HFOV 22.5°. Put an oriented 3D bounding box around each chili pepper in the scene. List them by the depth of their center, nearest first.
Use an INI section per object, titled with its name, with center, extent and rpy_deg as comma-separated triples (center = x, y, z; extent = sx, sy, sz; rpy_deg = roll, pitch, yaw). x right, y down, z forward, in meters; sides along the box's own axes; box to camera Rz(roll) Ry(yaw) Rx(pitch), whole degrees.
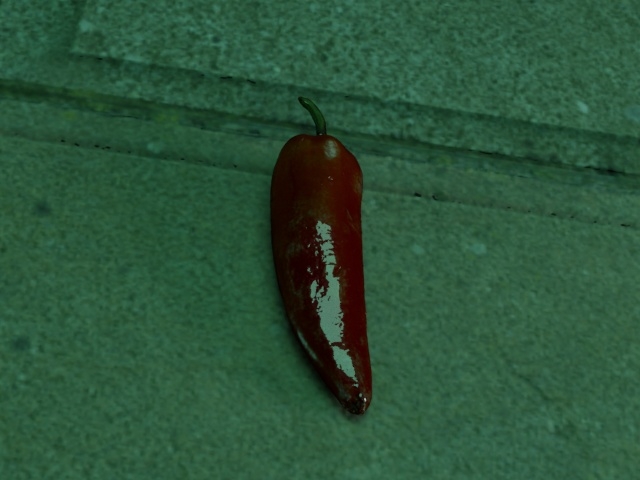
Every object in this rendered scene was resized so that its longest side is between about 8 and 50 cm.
[chili pepper]
center = 0.000, 0.000, 1.152
extent = 0.071, 0.063, 0.272
rpy_deg = -6, 57, 1
